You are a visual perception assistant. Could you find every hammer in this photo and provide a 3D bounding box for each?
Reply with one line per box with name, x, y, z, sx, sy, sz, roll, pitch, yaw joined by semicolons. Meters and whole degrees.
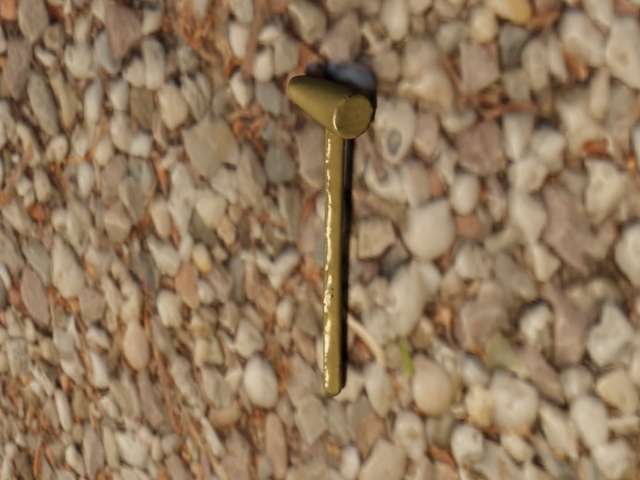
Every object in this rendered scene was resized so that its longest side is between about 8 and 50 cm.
hammer;0.000;0.000;1.035;0.060;0.028;0.195;25;121;47
